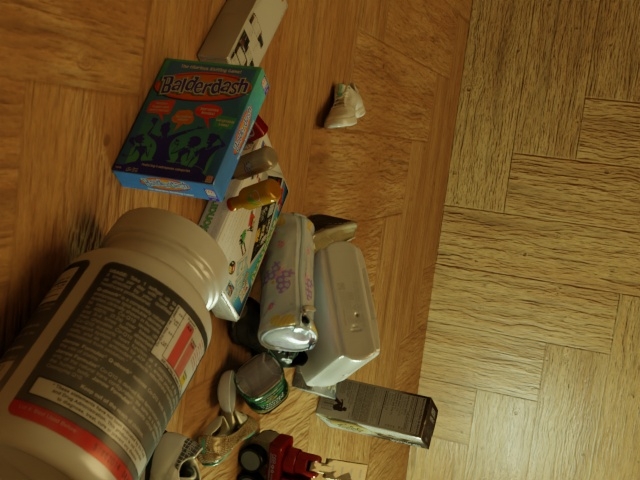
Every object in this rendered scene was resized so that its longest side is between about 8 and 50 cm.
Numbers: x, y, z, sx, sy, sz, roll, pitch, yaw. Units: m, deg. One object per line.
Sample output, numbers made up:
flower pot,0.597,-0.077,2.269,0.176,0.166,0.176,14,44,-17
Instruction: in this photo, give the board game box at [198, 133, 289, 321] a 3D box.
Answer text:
board game box,-0.147,-0.031,1.565,0.193,0.053,0.305,70,34,-54

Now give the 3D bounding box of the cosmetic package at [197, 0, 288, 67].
cosmetic package,-0.126,-0.359,1.456,0.099,0.060,0.239,74,31,-54

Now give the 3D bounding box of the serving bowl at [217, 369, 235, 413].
serving bowl,-0.182,0.290,1.644,0.083,0.027,0.083,-1,90,-87

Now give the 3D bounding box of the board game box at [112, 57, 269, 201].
board game box,-0.182,-0.163,1.225,0.047,0.160,0.210,69,34,-56

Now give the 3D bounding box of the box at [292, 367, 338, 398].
box,0.005,0.301,2.185,0.231,0.056,0.183,45,55,-68

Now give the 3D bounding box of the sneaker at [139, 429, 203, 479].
sneaker,-0.249,0.422,1.411,0.090,0.094,0.235,-55,155,-62

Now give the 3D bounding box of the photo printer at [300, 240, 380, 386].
photo printer,0.017,0.171,1.839,0.307,0.107,0.256,128,-45,-63

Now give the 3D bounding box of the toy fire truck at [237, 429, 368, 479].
toy fire truck,-0.040,0.536,1.856,0.158,0.246,0.217,-21,118,-69

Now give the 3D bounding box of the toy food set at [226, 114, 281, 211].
toy food set,-0.159,-0.160,1.409,0.232,0.104,0.111,50,43,-27

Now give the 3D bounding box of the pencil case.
pencil case,-0.063,0.079,1.658,0.124,0.113,0.273,115,-23,-51

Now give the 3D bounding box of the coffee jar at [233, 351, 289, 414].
coffee jar,-0.114,0.290,1.715,0.096,0.079,0.184,-37,162,-11

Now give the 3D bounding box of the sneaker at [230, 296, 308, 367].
sneaker,-0.100,0.191,1.737,0.267,0.106,0.101,60,45,-61

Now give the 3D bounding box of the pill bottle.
pill bottle,-0.260,0.141,1.056,0.210,0.210,0.363,80,26,-45

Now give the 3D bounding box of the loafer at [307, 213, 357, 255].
loafer,0.000,0.000,1.968,0.268,0.102,0.092,-18,117,-60

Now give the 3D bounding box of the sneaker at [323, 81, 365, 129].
sneaker,0.050,-0.320,2.012,0.212,0.080,0.094,-56,139,-65

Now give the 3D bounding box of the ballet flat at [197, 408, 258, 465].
ballet flat,-0.177,0.364,1.653,0.206,0.073,0.067,-32,115,-71

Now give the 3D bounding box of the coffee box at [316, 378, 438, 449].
coffee box,0.158,0.470,2.342,0.168,0.297,0.119,61,42,-63
